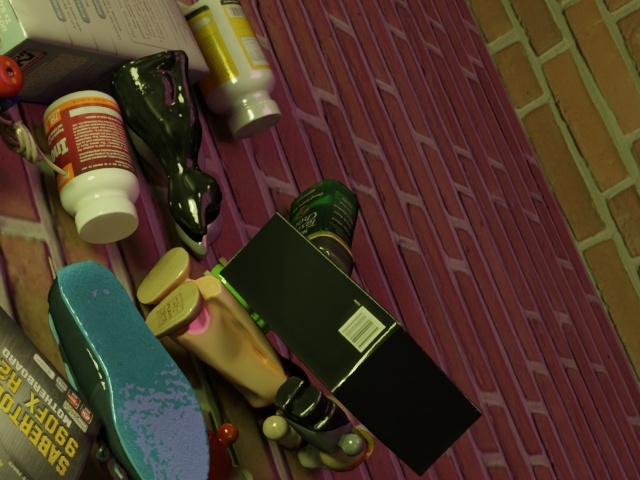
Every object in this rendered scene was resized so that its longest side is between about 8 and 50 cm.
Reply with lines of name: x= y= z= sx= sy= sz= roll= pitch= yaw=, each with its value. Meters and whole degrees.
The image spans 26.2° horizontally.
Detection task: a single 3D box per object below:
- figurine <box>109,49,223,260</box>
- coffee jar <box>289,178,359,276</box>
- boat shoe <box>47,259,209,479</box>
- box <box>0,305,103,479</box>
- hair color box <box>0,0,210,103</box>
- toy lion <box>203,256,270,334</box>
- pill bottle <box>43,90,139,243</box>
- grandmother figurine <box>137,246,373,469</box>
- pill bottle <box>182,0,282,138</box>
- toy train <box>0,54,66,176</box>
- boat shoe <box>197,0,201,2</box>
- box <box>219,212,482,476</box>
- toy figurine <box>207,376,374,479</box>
figurine: x=-0.163 y=-0.084 z=1.585 sx=0.215 sy=0.092 sz=0.209 roll=102 pitch=-30 yaw=-79
coffee jar: x=0.000 y=0.000 z=1.879 sx=0.079 sy=0.096 sz=0.184 roll=47 pitch=25 yaw=-24
boat shoe: x=-0.181 y=0.141 z=1.308 sx=0.109 sy=0.089 sz=0.258 roll=-10 pitch=64 yaw=-33
box: x=-0.294 y=0.135 z=1.142 sx=0.231 sy=0.056 sz=0.183 roll=52 pitch=23 yaw=-18
hair color box: x=-0.291 y=-0.258 z=1.550 sx=0.185 sy=0.113 sz=0.374 roll=64 pitch=22 yaw=10
toy lion: x=-0.093 y=0.070 z=1.613 sx=0.096 sy=0.034 sz=0.100 roll=46 pitch=-10 yaw=9
pill bottle: x=-0.242 y=-0.077 z=1.470 sx=0.086 sy=0.086 sz=0.152 roll=26 pitch=40 yaw=-54
grandmother figurine: x=-0.059 y=0.158 z=1.556 sx=0.342 sy=0.104 sz=0.208 roll=43 pitch=22 yaw=-35
pill bottle: x=-0.124 y=-0.237 z=1.891 sx=0.103 sy=0.103 sz=0.184 roll=0 pitch=64 yaw=-65
toy train: x=-0.340 y=-0.105 z=1.290 sx=0.248 sy=0.105 sz=0.143 roll=48 pitch=36 yaw=-27
boat shoe: x=-0.126 y=-0.266 z=1.987 sx=0.184 sy=0.066 sz=0.063 roll=57 pitch=21 yaw=16
box: x=0.029 y=0.107 z=1.465 sx=0.184 sy=0.103 sz=0.261 roll=44 pitch=-1 yaw=-39
toy figurine: x=-0.046 y=0.259 z=1.323 sx=0.148 sy=0.209 sz=0.213 roll=56 pitch=17 yaw=-44
